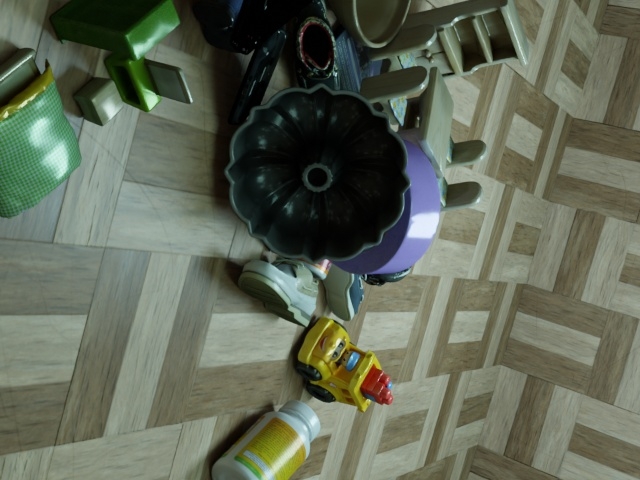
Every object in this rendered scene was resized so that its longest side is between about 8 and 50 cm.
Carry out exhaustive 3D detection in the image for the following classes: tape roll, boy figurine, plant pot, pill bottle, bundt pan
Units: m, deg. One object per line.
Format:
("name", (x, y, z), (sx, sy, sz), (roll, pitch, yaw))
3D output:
("tape roll", (0.103, -0.071, 1.719), (0.090, 0.275, 0.275), (-1, 107, -43))
("boy figurine", (-0.096, -0.452, 1.454), (0.285, 0.092, 0.177), (-59, 148, -23))
("plant pot", (0.083, -0.505, 1.710), (0.237, 0.109, 0.237), (-37, 137, -46))
("pill bottle", (0.000, 0.000, 1.869), (0.152, 0.086, 0.086), (-66, 150, -12))
("pill bottle", (-0.109, 0.457, 1.881), (0.245, 0.136, 0.136), (-40, 137, -44))
("bundt pan", (-0.002, -0.132, 1.582), (0.124, 0.331, 0.331), (-78, 174, -68))

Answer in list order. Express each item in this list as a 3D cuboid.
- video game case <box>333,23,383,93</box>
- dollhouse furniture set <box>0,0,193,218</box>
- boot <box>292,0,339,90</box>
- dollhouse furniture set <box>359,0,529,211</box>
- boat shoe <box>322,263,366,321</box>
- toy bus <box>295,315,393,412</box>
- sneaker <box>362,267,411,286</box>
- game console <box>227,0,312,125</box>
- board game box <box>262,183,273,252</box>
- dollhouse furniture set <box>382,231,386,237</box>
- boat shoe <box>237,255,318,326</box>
("video game case", (0.065, -0.371, 1.840), (0.274, 0.026, 0.196), (-54, 146, -30))
("dollhouse furniture set", (-0.317, -0.173, 1.167), (0.301, 0.151, 0.197), (-52, 145, -32))
("boot", (-0.008, -0.320, 1.597), (0.178, 0.085, 0.236), (-97, 179, -61))
("dollhouse furniture set", (0.292, -0.324, 1.870), (0.362, 0.256, 0.394), (55, 37, -42))
("boat shoe", (0.059, 0.084, 2.006), (0.079, 0.095, 0.254), (-50, 145, -31))
("toy bus", (0.072, 0.303, 2.032), (0.149, 0.211, 0.220), (-55, 145, -25))
("sneaker", (0.147, 0.068, 2.056), (0.271, 0.100, 0.108), (-94, -151, -82))
("game console", (-0.091, -0.320, 1.415), (0.213, 0.044, 0.361), (-50, 173, -41))
("board game box", (-0.068, -0.096, 1.748), (0.211, 0.039, 0.160), (-62, 150, -15))
("dollhouse furniture set", (0.154, -0.108, 1.937), (0.262, 0.135, 0.259), (29, 57, -63))
("boat shoe", (-0.079, 0.085, 1.768), (0.103, 0.113, 0.302), (-66, 161, -13))
